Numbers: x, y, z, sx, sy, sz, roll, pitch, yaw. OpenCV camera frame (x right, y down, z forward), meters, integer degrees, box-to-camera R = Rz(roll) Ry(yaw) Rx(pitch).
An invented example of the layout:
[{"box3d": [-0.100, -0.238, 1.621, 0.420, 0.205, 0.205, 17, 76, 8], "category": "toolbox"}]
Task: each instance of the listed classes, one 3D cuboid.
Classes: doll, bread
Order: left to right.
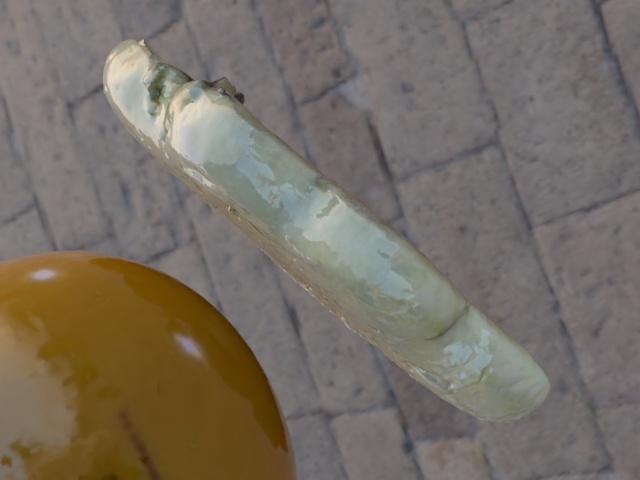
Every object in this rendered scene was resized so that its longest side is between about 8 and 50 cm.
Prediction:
[{"box3d": [-0.125, 0.105, 0.648, 0.236, 0.213, 0.213, 16, 118, 64], "category": "doll"}, {"box3d": [0.000, 0.000, 0.754, 0.316, 0.054, 0.316, 39, 177, 2], "category": "bread"}]
